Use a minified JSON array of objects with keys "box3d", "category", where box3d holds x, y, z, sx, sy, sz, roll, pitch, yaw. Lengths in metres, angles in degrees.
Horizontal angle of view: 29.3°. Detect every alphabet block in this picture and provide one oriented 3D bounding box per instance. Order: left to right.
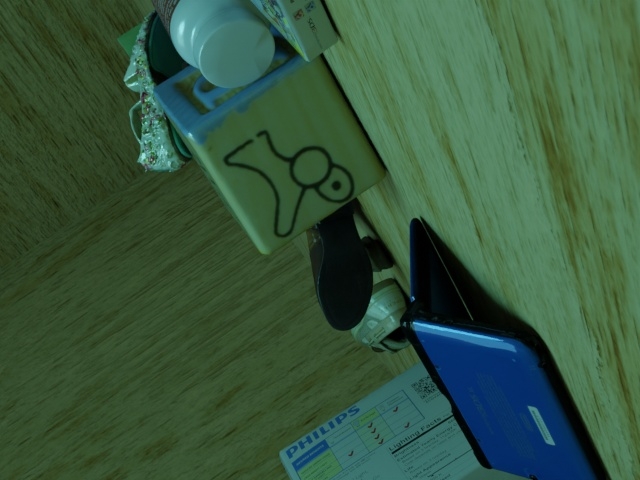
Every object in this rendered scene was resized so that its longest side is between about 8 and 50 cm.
[{"box3d":[-0.065,-0.135,1.529,0.197,0.192,0.193,60,176,-31],"category":"alphabet block"}]

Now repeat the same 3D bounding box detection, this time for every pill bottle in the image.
[{"box3d":[-0.131,-0.277,1.454,0.216,0.121,0.121,62,-179,43],"category":"pill bottle"}]

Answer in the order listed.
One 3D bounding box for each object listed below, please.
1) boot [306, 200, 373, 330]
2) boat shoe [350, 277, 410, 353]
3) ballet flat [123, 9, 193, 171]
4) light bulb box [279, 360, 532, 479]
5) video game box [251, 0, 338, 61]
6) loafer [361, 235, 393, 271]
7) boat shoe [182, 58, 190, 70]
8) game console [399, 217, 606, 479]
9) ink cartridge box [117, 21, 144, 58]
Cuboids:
[{"box3d":[0.000,0.000,2.067,0.280,0.096,0.264,-143,36,-76],"category":"boot"},{"box3d":[0.125,0.162,2.240,0.098,0.109,0.302,56,170,18],"category":"boat shoe"},{"box3d":[-0.226,-0.199,1.641,0.091,0.077,0.241,32,-137,-56],"category":"ballet flat"},{"box3d":[0.166,0.435,2.129,0.225,0.358,0.361,60,175,-24],"category":"light bulb box"},{"box3d":[-0.073,-0.305,1.257,0.205,0.048,0.187,52,173,41],"category":"video game box"},{"box3d":[0.081,0.030,2.059,0.056,0.050,0.148,56,176,-9],"category":"loafer"},{"box3d":[-0.127,-0.214,1.697,0.228,0.068,0.081,21,157,16],"category":"boat shoe"},{"box3d":[0.221,0.135,1.467,0.250,0.173,0.293,8,143,40],"category":"game console"},{"box3d":[-0.218,-0.307,2.016,0.235,0.171,0.056,55,175,20],"category":"ink cartridge box"}]
